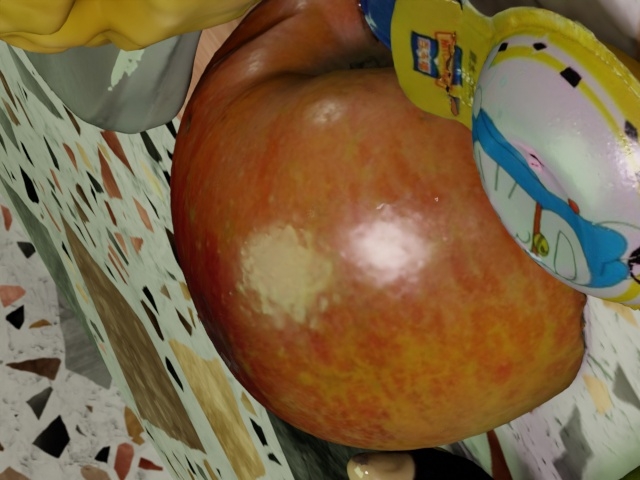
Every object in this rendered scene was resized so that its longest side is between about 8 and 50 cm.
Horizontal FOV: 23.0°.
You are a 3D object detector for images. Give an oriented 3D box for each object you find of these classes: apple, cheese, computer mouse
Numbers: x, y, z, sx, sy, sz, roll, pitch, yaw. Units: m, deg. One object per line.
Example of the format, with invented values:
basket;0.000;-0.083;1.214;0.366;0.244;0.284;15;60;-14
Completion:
apple;0.000;0.000;0.899;0.293;0.163;0.251;35;150;54
cheese;0.092;-0.054;0.701;0.250;0.064;0.156;47;157;34
computer mouse;-0.139;-0.191;0.980;0.095;0.197;0.331;18;-165;-34

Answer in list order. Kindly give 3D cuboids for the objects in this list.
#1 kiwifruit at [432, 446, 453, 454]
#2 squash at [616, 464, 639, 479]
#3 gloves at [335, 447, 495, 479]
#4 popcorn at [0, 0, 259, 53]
kiwifruit;0.092;0.203;1.115;0.124;0.075;0.075;60;164;20
squash;0.166;0.154;0.820;0.066;0.066;0.201;58;164;10
gloves;0.095;0.231;0.987;0.197;0.152;0.301;15;159;48
popcorn;-0.143;-0.239;0.616;0.390;0.354;0.344;55;144;25
